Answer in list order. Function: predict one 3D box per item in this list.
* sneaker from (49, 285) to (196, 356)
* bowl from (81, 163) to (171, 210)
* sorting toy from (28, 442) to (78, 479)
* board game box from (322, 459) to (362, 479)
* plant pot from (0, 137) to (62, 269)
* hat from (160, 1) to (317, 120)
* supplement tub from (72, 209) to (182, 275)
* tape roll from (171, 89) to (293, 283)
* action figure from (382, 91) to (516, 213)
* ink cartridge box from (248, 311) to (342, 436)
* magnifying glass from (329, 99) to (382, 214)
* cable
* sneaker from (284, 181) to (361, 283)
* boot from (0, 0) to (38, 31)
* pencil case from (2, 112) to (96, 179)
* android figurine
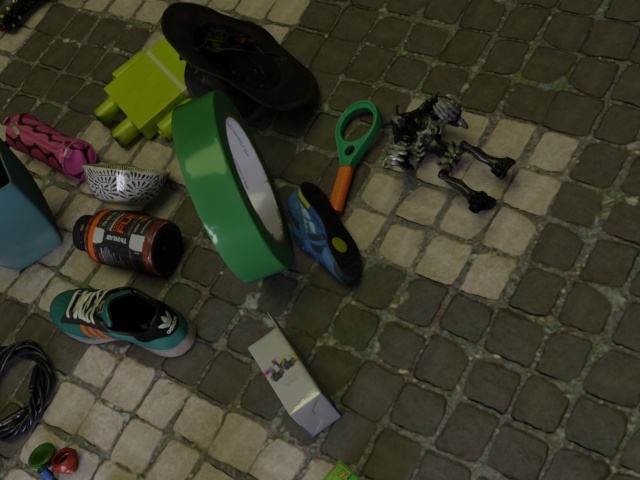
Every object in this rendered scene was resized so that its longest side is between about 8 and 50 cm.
[{"bbox_3d":[-0.368,0.123,1.675,0.302,0.121,0.108,7,63,25],"label":"sneaker"},{"bbox_3d":[-0.373,-0.099,1.812,0.170,0.170,0.080,9,97,26],"label":"bowl"},{"bbox_3d":[-0.448,0.380,1.609,0.102,0.042,0.061,-2,44,35],"label":"sorting toy"},{"bbox_3d":[0.005,0.423,1.393,0.181,0.043,0.092,-47,56,-9],"label":"board game box"},{"bbox_3d":[-0.607,-0.059,1.810,0.165,0.234,0.165,-34,55,1],"label":"plant pot"},{"bbox_3d":[-0.177,-0.315,1.831,0.134,0.331,0.331,-58,48,30],"label":"hat"},{"bbox_3d":[-0.361,0.000,1.756,0.197,0.106,0.106,9,65,26],"label":"supplement tub"},{"bbox_3d":[-0.142,-0.089,1.589,0.077,0.321,0.321,-22,55,8],"label":"tape roll"},{"bbox_3d":[0.194,-0.167,1.616,0.275,0.141,0.164,38,91,33],"label":"action figure"},{"bbox_3d":[-0.049,0.210,1.505,0.061,0.104,0.181,-35,53,-2],"label":"ink cartridge box"},{"bbox_3d":[0.053,-0.153,1.724,0.092,0.026,0.231,-2,64,38],"label":"magnifying glass"},{"bbox_3d":[-0.552,0.264,1.710,0.150,0.047,0.185,10,65,27],"label":"cable"},{"bbox_3d":[0.000,0.000,1.647,0.082,0.069,0.209,-48,58,34],"label":"sneaker"},{"bbox_3d":[-0.685,-0.571,2.243,0.236,0.085,0.179,16,70,36],"label":"boot"},{"bbox_3d":[-0.560,-0.195,1.958,0.209,0.098,0.095,23,71,30],"label":"pencil case"},{"bbox_3d":[-0.336,-0.314,1.965,0.273,0.056,0.248,-42,54,-5],"label":"android figurine"}]
